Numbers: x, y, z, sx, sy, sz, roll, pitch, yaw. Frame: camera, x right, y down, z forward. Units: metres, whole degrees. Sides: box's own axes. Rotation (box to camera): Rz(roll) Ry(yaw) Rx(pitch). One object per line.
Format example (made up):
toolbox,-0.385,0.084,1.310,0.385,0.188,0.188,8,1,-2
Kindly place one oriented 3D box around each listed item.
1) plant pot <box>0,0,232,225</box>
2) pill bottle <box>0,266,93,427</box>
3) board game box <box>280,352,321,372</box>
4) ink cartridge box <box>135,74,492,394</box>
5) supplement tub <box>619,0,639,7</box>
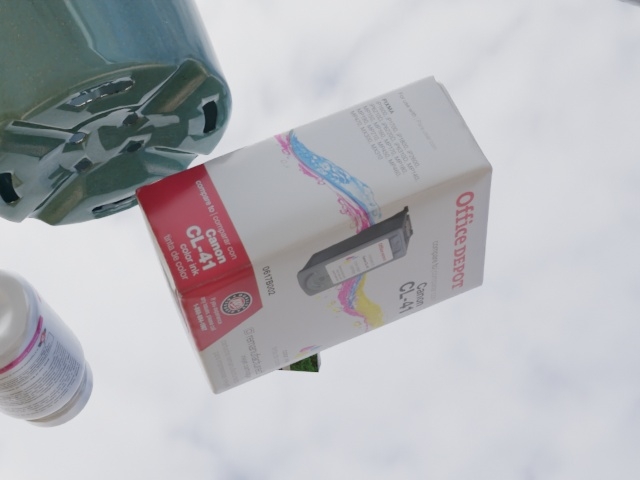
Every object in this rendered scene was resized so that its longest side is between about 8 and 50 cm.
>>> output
plant pot,-0.265,-0.216,1.090,0.341,0.341,0.334,-40,-114,30
pill bottle,-0.441,0.167,1.626,0.160,0.160,0.283,3,-27,12
board game box,-0.075,0.101,1.772,0.136,0.030,0.259,0,-56,9
ink cartridge box,0.000,0.000,1.074,0.306,0.131,0.226,-21,-31,-8
supplement tub,0.395,-0.282,1.001,0.316,0.193,0.193,21,-55,15
